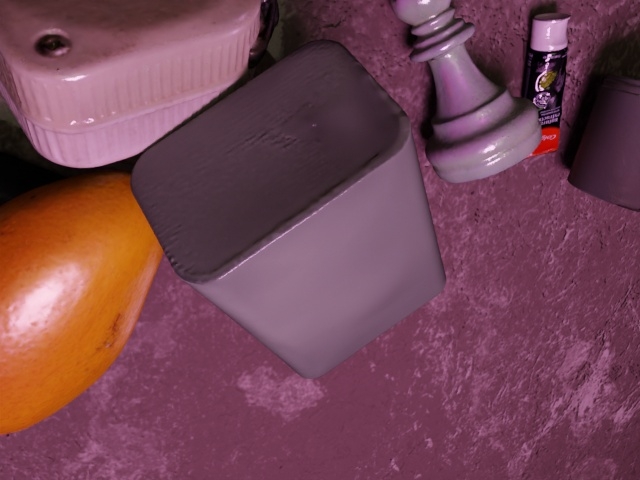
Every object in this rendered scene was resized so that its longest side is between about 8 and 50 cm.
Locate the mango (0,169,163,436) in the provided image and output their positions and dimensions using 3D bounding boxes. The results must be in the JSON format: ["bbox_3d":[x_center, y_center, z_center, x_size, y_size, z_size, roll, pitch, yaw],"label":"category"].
[{"bbox_3d":[-0.236,0.043,0.485,0.187,0.138,0.257,21,110,-45],"label":"mango"}]

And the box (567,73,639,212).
[{"bbox_3d":[0.463,-0.120,0.724,0.226,0.226,0.149,2,114,-21],"label":"box"}]

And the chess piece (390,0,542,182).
[{"bbox_3d":[0.145,-0.211,0.639,0.139,0.139,0.272,-32,110,-3],"label":"chess piece"}]

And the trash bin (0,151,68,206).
[{"bbox_3d":[-0.325,0.001,0.570,0.225,0.115,0.165,20,105,-30],"label":"trash bin"}]

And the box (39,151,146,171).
[{"bbox_3d":[-0.217,-0.108,0.569,0.122,0.089,0.062,8,100,-23],"label":"box"}]

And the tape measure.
[{"bbox_3d":[-0.175,-0.212,0.458,0.231,0.271,0.133,-30,155,-28],"label":"tape measure"}]

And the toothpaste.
[{"bbox_3d":[0.299,-0.198,0.738,0.071,0.045,0.194,-15,124,-12],"label":"toothpaste"}]

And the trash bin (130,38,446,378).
[{"bbox_3d":[0.000,0.000,0.555,0.223,0.158,0.343,-34,157,-2],"label":"trash bin"}]
